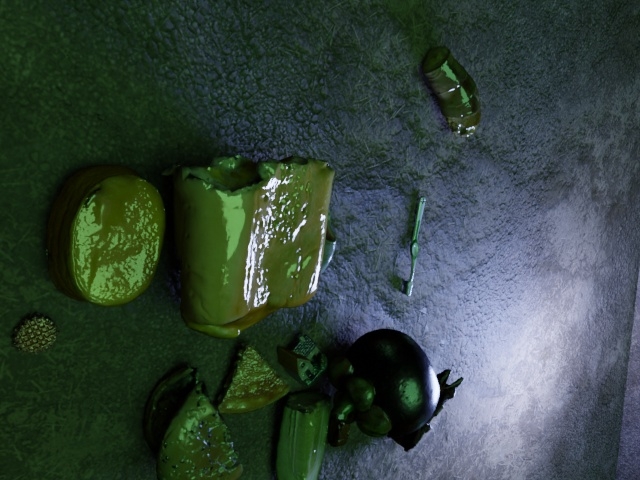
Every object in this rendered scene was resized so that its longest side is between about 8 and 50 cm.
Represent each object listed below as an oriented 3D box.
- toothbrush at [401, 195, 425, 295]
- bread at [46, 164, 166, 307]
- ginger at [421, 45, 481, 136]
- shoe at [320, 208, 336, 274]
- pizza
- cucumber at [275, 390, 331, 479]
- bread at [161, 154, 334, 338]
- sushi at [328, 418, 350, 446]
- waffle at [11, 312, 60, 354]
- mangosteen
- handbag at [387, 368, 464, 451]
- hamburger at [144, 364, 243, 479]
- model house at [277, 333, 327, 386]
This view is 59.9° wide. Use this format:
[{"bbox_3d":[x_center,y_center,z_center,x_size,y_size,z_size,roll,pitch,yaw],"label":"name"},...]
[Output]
[{"bbox_3d":[0.281,0.018,1.651,0.030,0.030,0.303,1,103,-38],"label":"toothbrush"},{"bbox_3d":[-0.397,-0.007,1.037,0.195,0.143,0.269,5,97,-44],"label":"bread"},{"bbox_3d":[0.375,-0.412,1.549,0.263,0.116,0.109,50,31,-31],"label":"ginger"},{"bbox_3d":[0.000,0.000,1.395,0.079,0.078,0.195,-7,104,-37],"label":"shoe"},{"bbox_3d":[-0.167,0.333,1.377,0.201,0.053,0.193,-3,107,-26],"label":"pizza"},{"bbox_3d":[-0.055,0.565,1.512,0.145,0.105,0.325,-22,120,-62],"label":"cucumber"},{"bbox_3d":[-0.169,0.006,1.152,0.361,0.250,0.394,-15,118,-50],"label":"bread"},{"bbox_3d":[0.058,0.553,1.623,0.055,0.052,0.120,-5,107,-38],"label":"sushi"},{"bbox_3d":[-0.542,0.180,1.055,0.075,0.029,0.083,30,87,-37],"label":"waffle"},{"bbox_3d":[0.170,0.399,1.517,0.300,0.300,0.300,-12,111,-35],"label":"mangosteen"},{"bbox_3d":[0.324,0.525,1.715,0.260,0.084,0.275,-47,165,-16],"label":"handbag"},{"bbox_3d":[-0.296,0.444,1.237,0.192,0.168,0.288,-31,121,-29],"label":"hamburger"},{"bbox_3d":[-0.045,0.303,1.444,0.101,0.088,0.100,-45,127,-23],"label":"model house"}]
